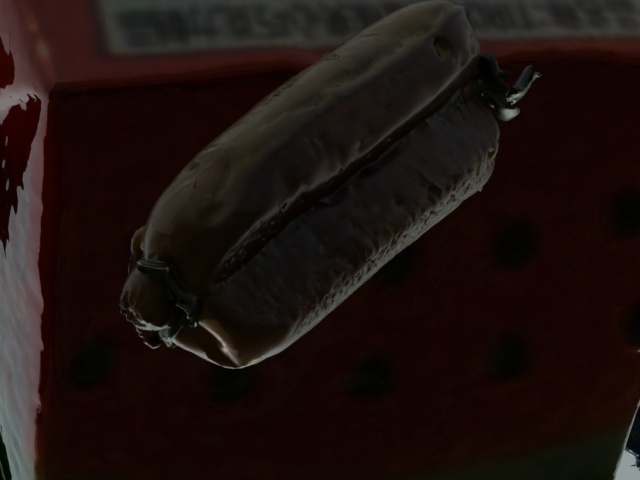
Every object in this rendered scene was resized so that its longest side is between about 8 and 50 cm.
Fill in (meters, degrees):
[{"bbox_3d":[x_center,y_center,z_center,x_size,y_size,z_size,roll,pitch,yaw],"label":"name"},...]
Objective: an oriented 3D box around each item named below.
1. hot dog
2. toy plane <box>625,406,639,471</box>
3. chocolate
[{"bbox_3d":[0.003,-0.023,0.593,0.055,0.188,0.072,4,-62,37],"label":"hot dog"},{"bbox_3d":[0.223,0.138,1.422,0.167,0.062,0.054,25,-35,-15],"label":"toy plane"},{"bbox_3d":[0.000,0.000,0.895,0.360,0.161,0.341,-4,-51,-16],"label":"chocolate"}]
